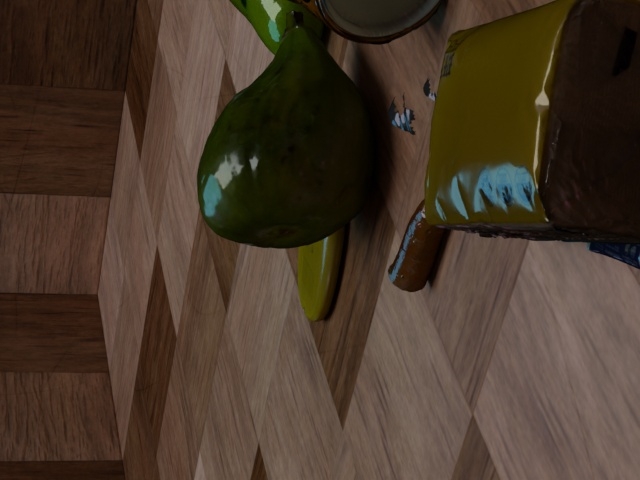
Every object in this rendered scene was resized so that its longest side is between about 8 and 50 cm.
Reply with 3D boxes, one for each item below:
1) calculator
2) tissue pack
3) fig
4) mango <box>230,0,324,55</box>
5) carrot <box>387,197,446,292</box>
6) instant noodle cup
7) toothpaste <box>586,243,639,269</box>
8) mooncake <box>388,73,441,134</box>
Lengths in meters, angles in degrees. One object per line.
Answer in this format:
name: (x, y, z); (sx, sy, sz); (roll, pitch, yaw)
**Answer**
calculator: (0.000, 0.000, 2.156); (0.146, 0.032, 0.235); (-121, 34, -61)
tissue pack: (0.189, -0.095, 1.305); (0.271, 0.134, 0.192); (179, 98, -73)
fig: (-0.038, -0.144, 1.972); (0.233, 0.233, 0.314); (-169, 86, -74)
mango: (-0.071, -0.385, 2.270); (0.175, 0.143, 0.293); (107, 149, -47)
carrot: (0.115, -0.008, 1.736); (0.048, 0.048, 0.139); (-105, 26, -46)
instant noodle cup: (0.042, -0.331, 1.765); (0.172, 0.216, 0.215); (-124, 38, -50)
toothpaste: (0.253, 0.004, 1.294); (0.140, 0.021, 0.037); (-139, 61, -72)
mooncake: (0.157, -0.215, 1.615); (0.150, 0.057, 0.347); (-86, 16, -45)
